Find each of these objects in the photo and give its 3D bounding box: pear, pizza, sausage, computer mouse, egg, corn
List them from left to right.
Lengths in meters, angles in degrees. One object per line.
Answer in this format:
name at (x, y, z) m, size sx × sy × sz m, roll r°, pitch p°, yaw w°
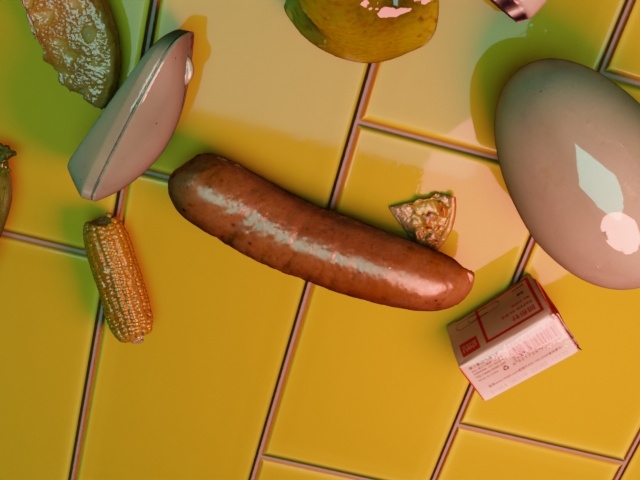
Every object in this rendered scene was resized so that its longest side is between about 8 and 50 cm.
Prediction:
pizza at (-0.355, -0.312, 1.098) m, size 0.127 × 0.058 × 0.246 m, roll -27°, pitch 112°, yaw 10°
corn at (-0.331, 0.068, 1.251) m, size 0.080 × 0.080 × 0.238 m, roll -10°, pitch 114°, yaw 5°
computer mouse at (-0.257, -0.171, 1.101) m, size 0.097 × 0.159 × 0.288 m, roll 40°, pitch 109°, yaw -9°
sausage at (-0.001, 0.002, 1.191) m, size 0.501 × 0.123 × 0.136 m, roll 23°, pitch 125°, yaw -8°
pear at (0.035, -0.346, 0.961) m, size 0.177 × 0.282 × 0.286 m, roll -20°, pitch 111°, yaw 0°
pizza at (0.160, -0.028, 1.231) m, size 0.109 × 0.026 × 0.122 m, roll 17°, pitch 113°, yaw -4°
egg at (0.386, -0.093, 1.090) m, size 0.230 × 0.230 × 0.370 m, roll -32°, pitch 104°, yaw 13°

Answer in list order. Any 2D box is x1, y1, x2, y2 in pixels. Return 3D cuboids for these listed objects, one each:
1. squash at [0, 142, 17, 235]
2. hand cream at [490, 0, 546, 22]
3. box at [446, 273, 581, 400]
squash at (-0.582, 0.018, 1.218) m, size 0.107 × 0.107 × 0.395 m, roll 29°, pitch 109°, yaw -11°
hand cream at (0.338, -0.461, 1.004) m, size 0.186 × 0.118 × 0.358 m, roll 35°, pitch 102°, yaw -15°
box at (0.311, 0.158, 1.252) m, size 0.182 × 0.133 × 0.099 m, roll -33°, pitch 110°, yaw 16°
